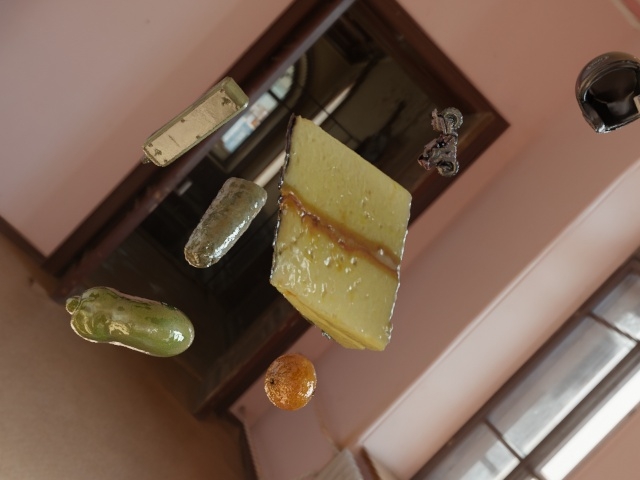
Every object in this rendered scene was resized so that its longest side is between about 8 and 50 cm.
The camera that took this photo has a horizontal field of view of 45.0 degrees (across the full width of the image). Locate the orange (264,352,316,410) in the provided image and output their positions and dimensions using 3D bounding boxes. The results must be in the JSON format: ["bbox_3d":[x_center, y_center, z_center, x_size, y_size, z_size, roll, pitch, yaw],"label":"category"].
[{"bbox_3d":[-0.072,0.332,1.829,0.135,0.135,0.117,45,2,42],"label":"orange"}]

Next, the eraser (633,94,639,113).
[{"bbox_3d":[0.728,-0.273,1.616,0.212,0.046,0.092,-83,148,-83],"label":"eraser"}]

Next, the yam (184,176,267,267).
[{"bbox_3d":[-0.271,-0.053,2.153,0.133,0.330,0.133,20,-38,17],"label":"yam"}]

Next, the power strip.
[{"bbox_3d":[-0.351,-0.306,2.079,0.092,0.387,0.066,49,31,-20],"label":"power strip"}]

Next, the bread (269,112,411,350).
[{"bbox_3d":[0.000,0.000,1.511,0.405,0.346,0.242,24,-11,-29],"label":"bread"}]

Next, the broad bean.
[{"bbox_3d":[-0.405,0.178,1.672,0.238,0.119,0.291,2,-15,44],"label":"broad bean"}]

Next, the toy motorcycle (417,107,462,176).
[{"bbox_3d":[0.346,-0.286,2.244,0.082,0.122,0.213,-82,173,-60],"label":"toy motorcycle"}]

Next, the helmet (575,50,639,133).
[{"bbox_3d":[0.761,-0.385,1.999,0.216,0.189,0.193,43,33,-31],"label":"helmet"}]
